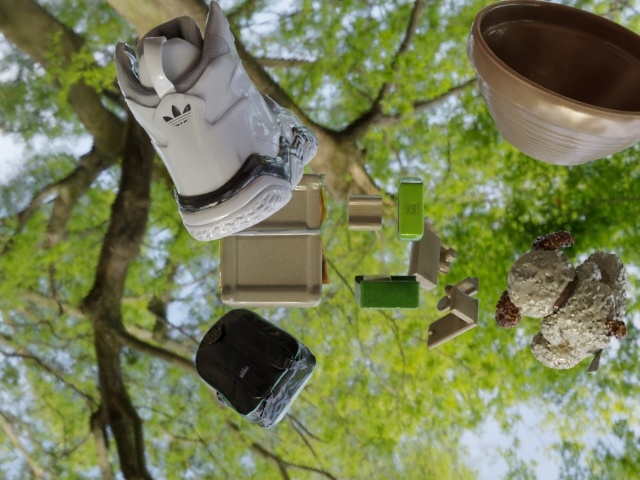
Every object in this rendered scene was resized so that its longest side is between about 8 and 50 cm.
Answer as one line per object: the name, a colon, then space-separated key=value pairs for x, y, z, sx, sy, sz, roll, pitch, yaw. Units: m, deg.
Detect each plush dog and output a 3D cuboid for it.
plush dog: x=0.460 y=0.110 z=1.695 sx=0.262 sy=0.225 sz=0.210 roll=-58 pitch=-178 yaw=5

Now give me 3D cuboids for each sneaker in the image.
sneaker: x=-0.106 y=-0.151 z=0.977 sx=0.137 sy=0.210 sz=0.366 roll=-21 pitch=-163 yaw=11

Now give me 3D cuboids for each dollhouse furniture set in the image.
dollhouse furniture set: x=0.196 y=0.088 z=1.642 sx=0.123 sy=0.151 sz=0.144 roll=-37 pitch=-149 yaw=41
dollhouse furniture set: x=0.000 y=0.000 z=1.335 sx=0.301 sy=0.198 sz=0.151 roll=0 pitch=-178 yaw=1

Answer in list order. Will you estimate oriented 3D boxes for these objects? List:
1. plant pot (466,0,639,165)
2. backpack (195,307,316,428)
plant pot: x=0.264 y=-0.160 z=0.968 sx=0.237 sy=0.110 sz=0.237 roll=10 pitch=-139 yaw=-8
backpack: x=-0.116 y=0.215 z=1.534 sx=0.188 sy=0.144 sz=0.166 roll=30 pitch=-100 yaw=30
